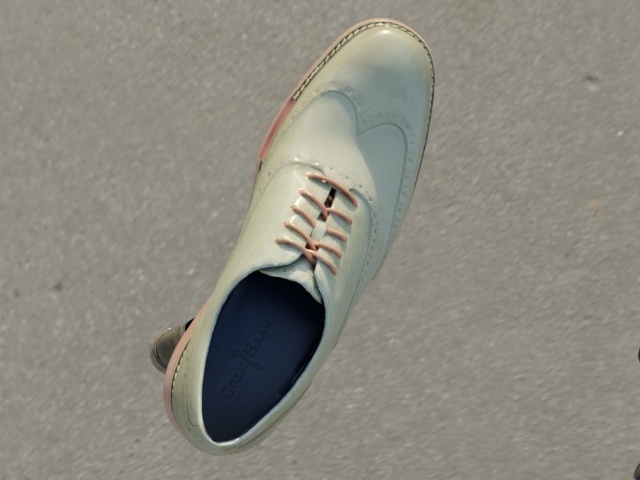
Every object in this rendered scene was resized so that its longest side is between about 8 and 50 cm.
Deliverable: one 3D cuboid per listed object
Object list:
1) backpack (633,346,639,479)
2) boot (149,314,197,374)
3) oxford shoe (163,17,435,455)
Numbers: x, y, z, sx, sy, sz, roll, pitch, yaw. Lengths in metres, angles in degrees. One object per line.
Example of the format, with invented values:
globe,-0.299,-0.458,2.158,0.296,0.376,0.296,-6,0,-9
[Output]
backpack,0.150,0.058,0.348,0.105,0.114,0.084,6,86,-35
boot,-0.086,0.119,1.656,0.219,0.106,0.082,-7,75,-20
oxford shoe,0.000,0.000,1.133,0.140,0.146,0.397,23,87,-9
